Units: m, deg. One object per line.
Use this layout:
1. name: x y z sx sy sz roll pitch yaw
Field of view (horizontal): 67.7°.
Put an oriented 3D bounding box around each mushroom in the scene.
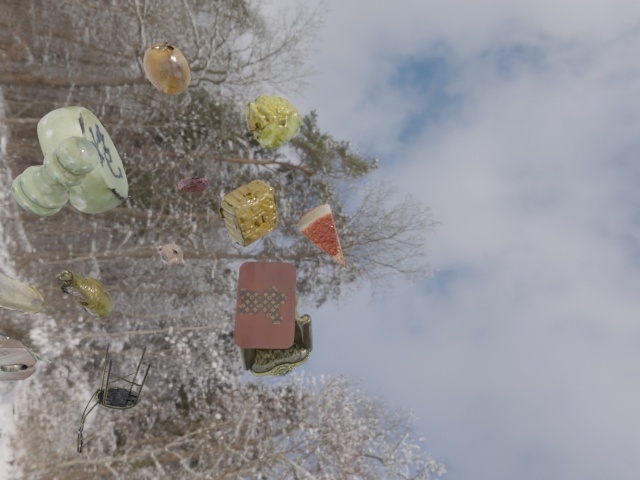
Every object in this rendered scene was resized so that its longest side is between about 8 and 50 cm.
1. mushroom: -0.854 0.127 1.258 0.351 0.122 0.095 100 14 -73

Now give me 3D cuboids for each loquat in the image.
1. loquat: -0.699 -0.776 2.173 0.238 0.193 0.238 161 -90 -75

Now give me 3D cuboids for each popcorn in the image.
1. popcorn: -0.202 -0.484 1.917 0.225 0.286 0.174 33 -58 3

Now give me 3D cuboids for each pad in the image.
1. pad: -0.164 0.191 1.438 0.004 0.181 0.267 102 -11 -68

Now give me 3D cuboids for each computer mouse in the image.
1. computer mouse: -1.231 0.454 1.800 0.115 0.389 0.200 -90 -165 -64

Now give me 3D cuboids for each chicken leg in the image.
1. chicken leg: -0.680 0.143 1.373 0.088 0.228 0.103 -29 -131 -1

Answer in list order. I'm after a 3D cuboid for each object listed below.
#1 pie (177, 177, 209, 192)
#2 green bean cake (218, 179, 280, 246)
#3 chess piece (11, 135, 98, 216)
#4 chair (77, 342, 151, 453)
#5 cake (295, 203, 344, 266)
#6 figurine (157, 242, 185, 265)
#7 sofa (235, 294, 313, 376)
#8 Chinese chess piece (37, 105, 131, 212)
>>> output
1. pie: -0.593 -0.258 2.234 0.153 0.153 0.038 -18 -107 52
2. green bean cake: -0.285 -0.108 1.969 0.131 0.224 0.230 32 -35 35
3. chess piece: -0.681 -0.179 1.248 0.243 0.133 0.133 -33 -120 24
4. chair: -0.683 0.520 1.579 0.160 0.170 0.326 24 -81 60
5. cake: 0.000 0.000 1.989 0.158 0.159 0.262 -116 -170 -71
6. figurine: -0.780 0.076 2.494 0.138 0.125 0.125 17 -75 20
7. sofa: -0.154 0.330 1.616 0.182 0.258 0.200 -118 -160 -47
8. Chinese chess piece: -0.761 -0.262 1.558 0.349 0.146 0.349 159 -90 -84
